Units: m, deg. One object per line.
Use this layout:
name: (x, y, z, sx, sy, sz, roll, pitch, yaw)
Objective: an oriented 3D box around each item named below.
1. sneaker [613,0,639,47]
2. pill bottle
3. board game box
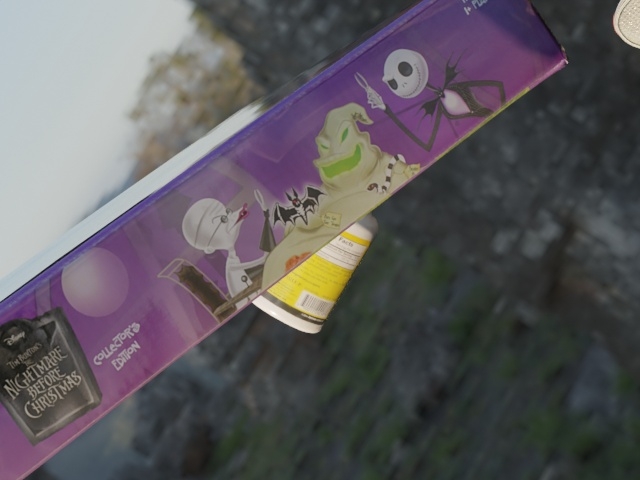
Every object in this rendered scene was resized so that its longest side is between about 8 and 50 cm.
sneaker: (0.325, -0.198, 1.595, 0.093, 0.088, 0.225, -26, 11, -38)
pill bottle: (0.000, 0.000, 1.343, 0.116, 0.065, 0.065, -59, 6, 8)
board game box: (-0.101, 0.041, 0.597, 0.347, 0.056, 0.208, -37, 10, -25)
